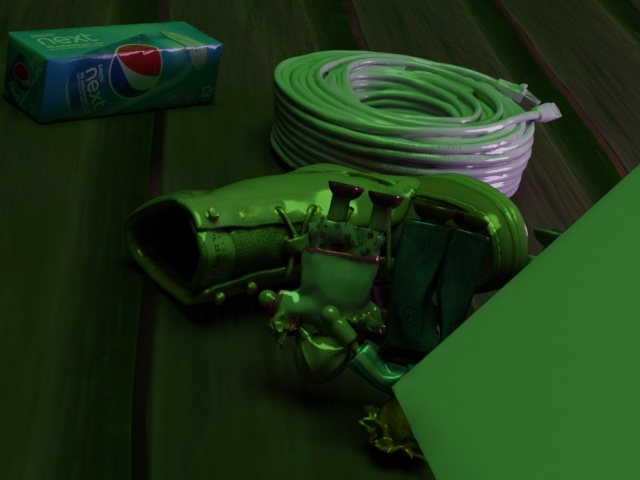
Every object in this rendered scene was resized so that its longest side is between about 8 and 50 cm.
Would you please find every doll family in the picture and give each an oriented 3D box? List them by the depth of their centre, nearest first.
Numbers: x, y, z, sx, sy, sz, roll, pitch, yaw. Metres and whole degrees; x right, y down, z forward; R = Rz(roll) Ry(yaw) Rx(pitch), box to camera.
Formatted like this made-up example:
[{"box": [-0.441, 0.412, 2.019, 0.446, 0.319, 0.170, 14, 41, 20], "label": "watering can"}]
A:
[{"box": [0.094, 0.064, 0.873, 0.263, 0.163, 0.118, 12, 4, -12], "label": "doll family"}]

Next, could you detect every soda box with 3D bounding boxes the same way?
[{"box": [-0.201, -0.168, 1.312, 0.210, 0.067, 0.071, -13, 36, -42], "label": "soda box"}]

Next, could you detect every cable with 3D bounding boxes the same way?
[{"box": [0.077, -0.110, 1.299, 0.257, 0.089, 0.257, 23, 28, 22], "label": "cable"}]

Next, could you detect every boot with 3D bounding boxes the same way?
[{"box": [0.000, 0.000, 0.989, 0.203, 0.095, 0.262, -12, 20, -41], "label": "boot"}]

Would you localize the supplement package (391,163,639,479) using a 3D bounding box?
[{"box": [0.200, 0.085, 0.712, 0.145, 0.262, 0.204, 42, 11, -29], "label": "supplement package"}]
